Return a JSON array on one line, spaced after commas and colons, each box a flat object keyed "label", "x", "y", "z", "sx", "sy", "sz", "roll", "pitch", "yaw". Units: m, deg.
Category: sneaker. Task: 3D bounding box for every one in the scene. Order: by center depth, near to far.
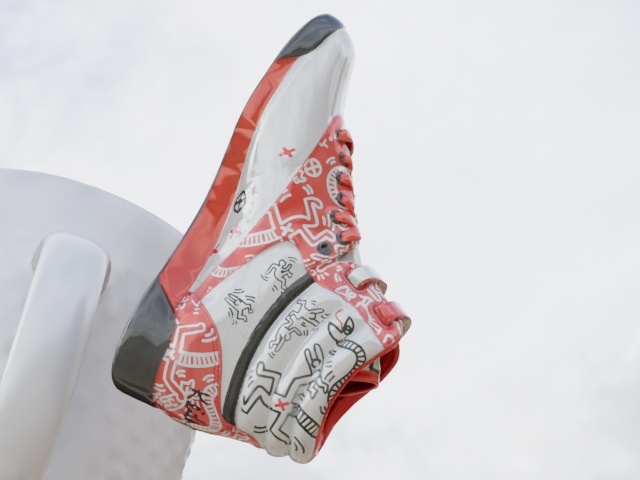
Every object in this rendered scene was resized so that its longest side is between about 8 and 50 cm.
[{"label": "sneaker", "x": 0.000, "y": 0.001, "z": 0.921, "sx": 0.145, "sy": 0.270, "sz": 0.090, "roll": 24, "pitch": -19, "yaw": 10}]

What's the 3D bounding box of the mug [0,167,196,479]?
[{"label": "mug", "x": -0.224, "y": 0.135, "z": 1.112, "sx": 0.276, "sy": 0.328, "sz": 0.374, "roll": 21, "pitch": -32, "yaw": -10}]
